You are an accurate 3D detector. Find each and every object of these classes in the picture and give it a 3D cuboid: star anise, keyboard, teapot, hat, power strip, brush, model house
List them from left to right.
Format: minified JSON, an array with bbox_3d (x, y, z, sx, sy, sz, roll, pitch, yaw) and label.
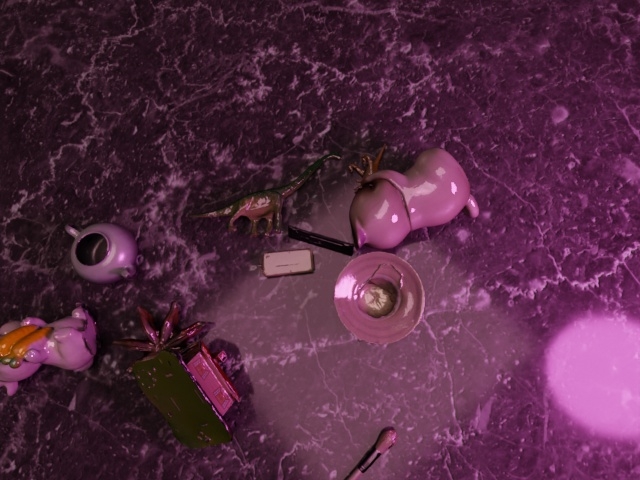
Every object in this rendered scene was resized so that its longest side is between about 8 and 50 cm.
[{"bbox_3d":[-0.660,0.035,1.328,0.294,0.129,0.193,34,82,12],"label":"teapot"},{"bbox_3d":[-0.458,0.312,1.267,0.288,0.088,0.288,1,80,-5],"label":"star anise"},{"bbox_3d":[-0.341,0.396,1.201,0.207,0.154,0.293,-26,100,31],"label":"model house"},{"bbox_3d":[-0.105,0.067,1.317,0.169,0.028,0.076,-5,77,3],"label":"power strip"},{"bbox_3d":[0.000,0.000,1.305,0.205,0.061,0.013,17,60,9],"label":"keyboard"},{"bbox_3d":[0.101,0.624,1.169,0.042,0.039,0.299,41,85,12],"label":"brush"},{"bbox_3d":[0.158,0.162,1.227,0.252,0.110,0.251,0,82,1],"label":"hat"}]

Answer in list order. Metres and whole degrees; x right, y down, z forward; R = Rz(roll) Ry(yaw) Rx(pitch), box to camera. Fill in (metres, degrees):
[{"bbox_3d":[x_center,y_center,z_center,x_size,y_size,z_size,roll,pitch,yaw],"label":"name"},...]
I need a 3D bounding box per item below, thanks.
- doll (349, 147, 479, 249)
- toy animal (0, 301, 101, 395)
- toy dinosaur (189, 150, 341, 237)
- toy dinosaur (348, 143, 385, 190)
[{"bbox_3d":[0.245,-0.114,1.229,0.371,0.215,0.225,-20,92,-1],"label":"doll"},{"bbox_3d":[-0.800,0.309,1.238,0.310,0.247,0.182,-19,59,-14],"label":"toy animal"},{"bbox_3d":[-0.170,-0.161,1.348,0.447,0.087,0.300,6,77,3],"label":"toy dinosaur"},{"bbox_3d":[0.165,-0.209,1.350,0.162,0.039,0.126,-30,86,-6],"label":"toy dinosaur"}]
